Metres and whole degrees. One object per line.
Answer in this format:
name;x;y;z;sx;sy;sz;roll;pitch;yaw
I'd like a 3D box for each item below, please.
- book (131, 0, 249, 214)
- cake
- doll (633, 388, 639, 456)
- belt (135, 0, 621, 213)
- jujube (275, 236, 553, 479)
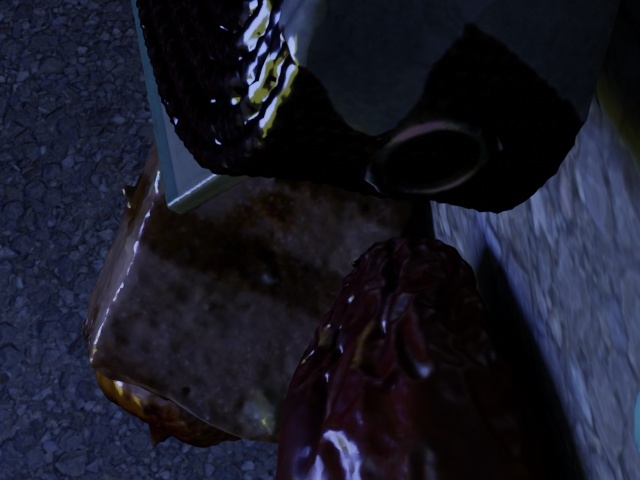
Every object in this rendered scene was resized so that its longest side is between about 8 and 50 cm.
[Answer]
book;-0.043;-0.181;0.900;0.025;0.215;0.282;25;-135;-49
cake;-0.075;0.034;1.030;0.293;0.196;0.199;-66;15;5
doll;0.130;0.089;0.335;0.159;0.059;0.158;83;171;-53
belt;0.019;-0.144;0.509;0.184;0.164;0.289;-55;39;46
jujube;0.054;0.107;0.764;0.168;0.168;0.236;87;-176;-60
